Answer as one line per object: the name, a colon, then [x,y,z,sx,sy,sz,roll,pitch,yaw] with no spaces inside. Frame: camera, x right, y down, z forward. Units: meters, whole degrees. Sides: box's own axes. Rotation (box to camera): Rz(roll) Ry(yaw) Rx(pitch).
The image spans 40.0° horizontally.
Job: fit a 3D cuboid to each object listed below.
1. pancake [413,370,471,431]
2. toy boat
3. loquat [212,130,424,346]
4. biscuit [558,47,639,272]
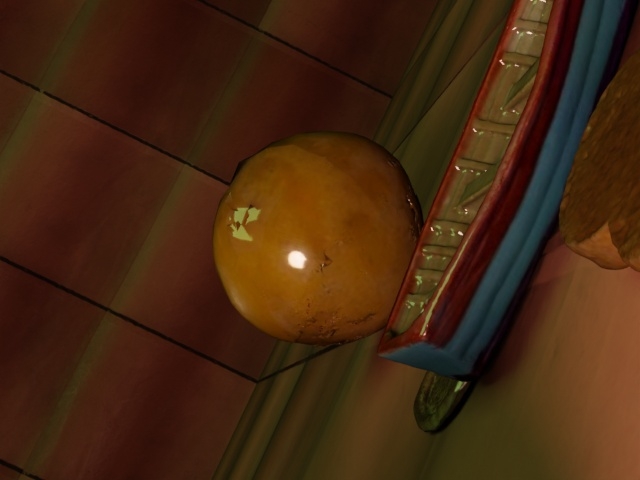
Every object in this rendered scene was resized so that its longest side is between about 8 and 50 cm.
pancake: [0.096,0.086,0.628,0.115,0.011,0.115,-61,3,6]
toy boat: [0.142,-0.089,0.608,0.392,0.079,0.136,-64,7,-19]
loquat: [0.000,0.000,0.928,0.235,0.235,0.235,-63,3,7]
biscuit: [0.181,-0.082,0.329,0.209,0.041,0.290,-66,5,-25]
